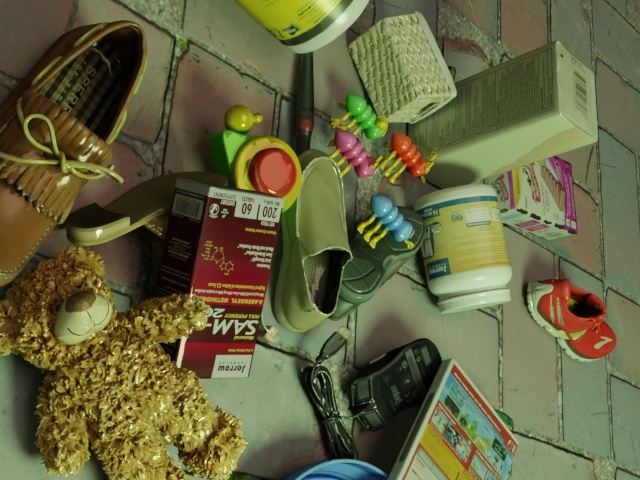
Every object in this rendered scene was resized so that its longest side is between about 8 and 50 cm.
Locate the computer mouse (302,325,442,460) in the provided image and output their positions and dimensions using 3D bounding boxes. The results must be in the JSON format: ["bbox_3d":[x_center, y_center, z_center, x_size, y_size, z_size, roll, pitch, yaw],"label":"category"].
[{"bbox_3d":[0.071,0.200,1.509,0.262,0.060,0.184,-35,108,-36],"label":"computer mouse"}]

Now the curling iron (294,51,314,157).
[{"bbox_3d":[-0.020,-0.177,1.555,0.068,0.035,0.274,29,52,-58],"label":"curling iron"}]

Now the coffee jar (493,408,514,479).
[{"bbox_3d":[0.275,0.377,1.649,0.096,0.079,0.184,37,52,-48],"label":"coffee jar"}]

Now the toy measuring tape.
[{"bbox_3d":[-0.071,-0.028,1.390,0.121,0.121,0.330,-18,97,-49],"label":"toy measuring tape"}]

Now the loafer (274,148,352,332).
[{"bbox_3d":[0.000,0.000,1.435,0.102,0.092,0.268,9,82,-41],"label":"loafer"}]

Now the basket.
[{"bbox_3d":[0.135,-0.291,1.693,0.103,0.113,0.167,-14,78,-43],"label":"basket"}]

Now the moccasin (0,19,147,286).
[{"bbox_3d":[-0.299,-0.110,1.136,0.139,0.147,0.380,48,47,-25],"label":"moccasin"}]

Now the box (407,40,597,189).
[{"bbox_3d":[0.304,-0.205,1.707,0.121,0.311,0.148,25,60,-41],"label":"box"}]

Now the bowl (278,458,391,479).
[{"bbox_3d":[0.018,0.493,1.334,0.391,0.077,0.391,18,65,-43],"label":"bowl"}]

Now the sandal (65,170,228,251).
[{"bbox_3d":[-0.219,-0.020,1.268,0.240,0.088,0.079,-25,127,-44],"label":"sandal"}]

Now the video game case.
[{"bbox_3d":[0.201,0.348,1.502,0.204,0.025,0.285,52,46,-20],"label":"video game case"}]

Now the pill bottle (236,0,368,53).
[{"bbox_3d":[-0.088,-0.445,1.453,0.334,0.188,0.188,40,51,-32],"label":"pill bottle"}]

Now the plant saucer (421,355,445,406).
[{"bbox_3d":[0.190,0.285,1.639,0.067,0.018,0.192,10,71,-46],"label":"plant saucer"}]

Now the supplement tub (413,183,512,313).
[{"bbox_3d":[0.244,0.015,1.693,0.144,0.144,0.200,0,77,-48],"label":"supplement tub"}]

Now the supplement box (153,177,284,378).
[{"bbox_3d":[-0.135,0.051,1.254,0.130,0.073,0.239,6,97,-46],"label":"supplement box"}]

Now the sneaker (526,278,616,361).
[{"bbox_3d":[0.519,0.158,1.966,0.279,0.118,0.107,32,56,-37],"label":"sneaker"}]

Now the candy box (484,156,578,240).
[{"bbox_3d":[0.419,-0.103,1.981,0.233,0.071,0.159,15,67,-44],"label":"candy box"}]

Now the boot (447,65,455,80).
[{"bbox_3d":[0.201,-0.294,1.774,0.037,0.114,0.106,50,45,-23],"label":"boot"}]

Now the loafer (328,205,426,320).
[{"bbox_3d":[0.079,0.032,1.573,0.096,0.084,0.267,38,40,8],"label":"loafer"}]

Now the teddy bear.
[{"bbox_3d":[-0.220,0.165,1.123,0.245,0.113,0.338,-20,99,-16],"label":"teddy bear"}]

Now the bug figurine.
[{"bbox_3d":[0.096,-0.122,1.591,0.216,0.072,0.279,47,34,-20],"label":"bug figurine"}]
